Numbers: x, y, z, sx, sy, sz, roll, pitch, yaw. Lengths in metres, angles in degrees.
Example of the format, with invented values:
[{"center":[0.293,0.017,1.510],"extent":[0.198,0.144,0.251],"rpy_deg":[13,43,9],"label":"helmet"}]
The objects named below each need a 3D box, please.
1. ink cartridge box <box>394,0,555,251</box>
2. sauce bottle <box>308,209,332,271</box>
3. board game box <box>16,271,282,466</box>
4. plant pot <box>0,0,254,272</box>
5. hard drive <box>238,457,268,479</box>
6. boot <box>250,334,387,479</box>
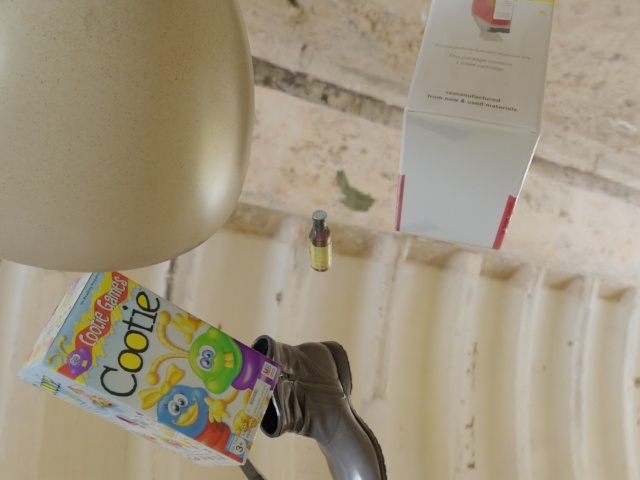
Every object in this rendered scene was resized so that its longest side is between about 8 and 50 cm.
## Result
[{"center":[0.219,-0.224,1.036],"extent":[0.161,0.384,0.279],"rpy_deg":[11,150,10],"label":"ink cartridge box"},{"center":[0.000,0.000,1.324],"extent":[0.042,0.128,0.042],"rpy_deg":[0,-138,0],"label":"sauce bottle"},{"center":[-0.214,0.167,0.955],"extent":[0.275,0.142,0.144],"rpy_deg":[33,150,-20],"label":"board game box"},{"center":[-0.165,-0.144,0.533],"extent":[0.284,0.191,0.284],"rpy_deg":[16,-137,-15],"label":"plant pot"},{"center":[-0.085,0.442,1.296],"extent":[0.135,0.022,0.094],"rpy_deg":[51,167,-15],"label":"hard drive"},{"center":[-0.018,0.334,1.320],"extent":[0.118,0.338,0.223],"rpy_deg":[-36,154,29],"label":"boot"}]
